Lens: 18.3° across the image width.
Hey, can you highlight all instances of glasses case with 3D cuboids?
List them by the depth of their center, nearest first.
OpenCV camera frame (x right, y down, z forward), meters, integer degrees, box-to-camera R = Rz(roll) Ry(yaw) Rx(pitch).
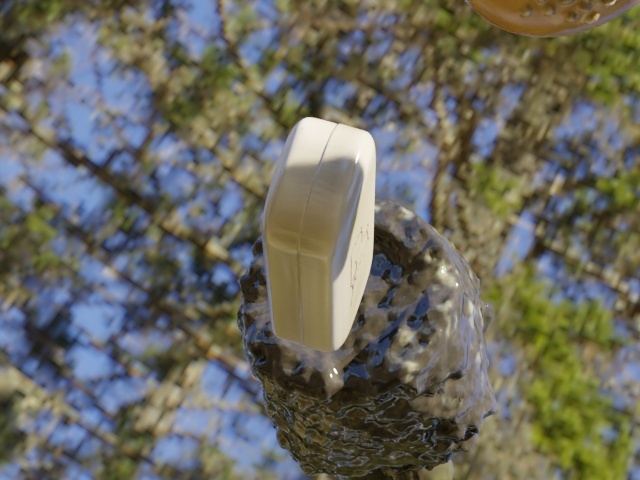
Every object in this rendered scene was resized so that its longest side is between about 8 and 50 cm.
[{"bbox_3d":[0.000,0.000,1.144,0.050,0.083,0.196,18,-20,8],"label":"glasses case"}]

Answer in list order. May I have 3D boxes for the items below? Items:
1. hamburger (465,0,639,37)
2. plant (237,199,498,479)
[{"bbox_3d":[0.144,-0.202,1.207,0.162,0.115,0.162,-8,-46,-8],"label":"hamburger"},{"bbox_3d":[0.057,0.114,1.814,0.213,0.215,0.312,-12,-34,14],"label":"plant"}]
